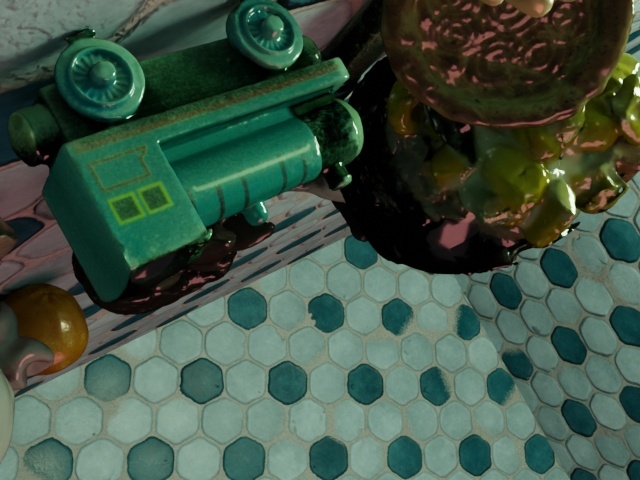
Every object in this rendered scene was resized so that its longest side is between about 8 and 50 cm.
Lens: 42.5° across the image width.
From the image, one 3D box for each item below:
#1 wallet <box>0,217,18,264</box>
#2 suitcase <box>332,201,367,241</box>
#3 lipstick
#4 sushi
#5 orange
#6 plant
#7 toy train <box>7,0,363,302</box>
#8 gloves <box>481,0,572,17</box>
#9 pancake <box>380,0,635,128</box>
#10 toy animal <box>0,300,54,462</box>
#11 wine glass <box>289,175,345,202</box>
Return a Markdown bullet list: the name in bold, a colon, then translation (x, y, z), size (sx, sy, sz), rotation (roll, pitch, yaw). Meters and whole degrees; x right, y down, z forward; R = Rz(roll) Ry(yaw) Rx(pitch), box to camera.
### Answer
- **wallet**: translation (-0.462, 0.060, 0.825), size (0.275, 0.068, 0.335), rotation (-24, 175, -46)
- **suitcase**: translation (0.075, -0.106, 1.331), size (0.066, 0.206, 0.285), rotation (-35, 174, 20)
- **lipstick**: translation (0.045, -0.219, 0.939), size (0.051, 0.051, 0.312), rotation (-25, 173, -36)
- **sushi**: translation (0.197, -0.130, 0.975), size (0.329, 0.327, 0.285), rotation (-28, -179, -13)
- **orange**: translation (-0.449, 0.139, 1.311), size (0.159, 0.159, 0.136), rotation (-21, 130, -58)
- **plant**: translation (-0.190, -0.020, 0.929), size (0.194, 0.181, 0.321), rotation (-20, 169, -31)
- **toy train**: translation (-0.096, -0.086, 0.692), size (0.298, 0.194, 0.120), rotation (-26, 173, -34)
- **gloves**: translation (0.117, -0.243, 0.482), size (0.197, 0.152, 0.301), rotation (-24, 152, 20)
- **pancake**: translation (0.182, -0.222, 0.788), size (0.250, 0.250, 0.031), rotation (-30, -155, 10)
- **toy animal**: translation (-0.414, 0.164, 0.910), size (0.257, 0.194, 0.357), rotation (-52, -170, 5)
- **wine glass**: translation (0.000, 0.000, 1.122), size (0.310, 0.264, 0.096), rotation (-10, -172, -19)
